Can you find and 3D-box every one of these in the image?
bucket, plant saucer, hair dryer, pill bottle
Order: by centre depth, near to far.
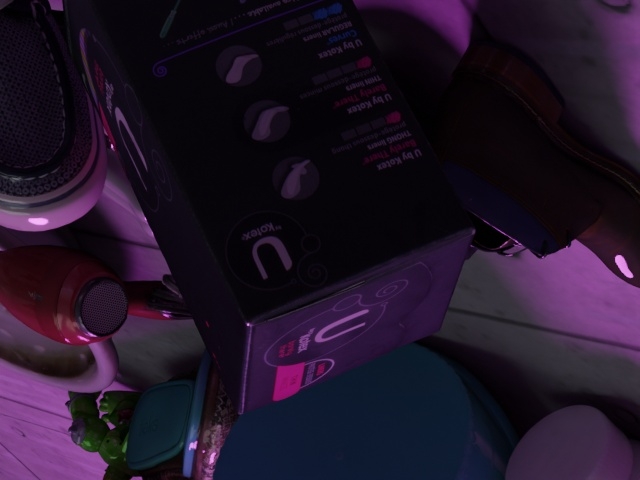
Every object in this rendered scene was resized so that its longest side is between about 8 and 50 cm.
[{"bbox_3d":[0.253,0.237,1.538,0.221,0.121,0.121,45,155,-28],"label":"pill bottle"},{"bbox_3d":[0.053,0.228,1.604,0.281,0.281,0.183,13,149,40],"label":"bucket"},{"bbox_3d":[-0.165,0.062,1.634,0.293,0.080,0.223,15,177,12],"label":"hair dryer"},{"bbox_3d":[-0.352,-0.002,1.883,0.400,0.101,0.400,27,157,13],"label":"plant saucer"}]

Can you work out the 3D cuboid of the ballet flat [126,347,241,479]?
[{"bbox_3d":[-0.072,0.183,1.866,0.182,0.164,0.483,14,166,-10],"label":"ballet flat"}]

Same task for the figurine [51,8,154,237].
[{"bbox_3d":[-0.194,-0.118,1.465,0.209,0.092,0.215,32,160,25],"label":"figurine"}]

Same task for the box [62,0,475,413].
[{"bbox_3d":[-0.039,-0.062,1.114,0.165,0.143,0.270,98,147,-67],"label":"box"}]

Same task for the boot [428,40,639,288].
[{"bbox_3d":[0.137,-0.014,1.187,0.219,0.106,0.082,44,155,-25],"label":"boot"}]

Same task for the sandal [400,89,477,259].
[{"bbox_3d":[0.002,0.002,1.401,0.167,0.107,0.446,35,159,-6],"label":"sandal"}]

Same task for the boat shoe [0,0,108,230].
[{"bbox_3d":[-0.247,-0.171,1.216,0.340,0.127,0.158,55,164,24],"label":"boat shoe"}]

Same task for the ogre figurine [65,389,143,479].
[{"bbox_3d":[-0.209,0.225,2.146,0.197,0.097,0.118,45,-159,-2],"label":"ogre figurine"}]
